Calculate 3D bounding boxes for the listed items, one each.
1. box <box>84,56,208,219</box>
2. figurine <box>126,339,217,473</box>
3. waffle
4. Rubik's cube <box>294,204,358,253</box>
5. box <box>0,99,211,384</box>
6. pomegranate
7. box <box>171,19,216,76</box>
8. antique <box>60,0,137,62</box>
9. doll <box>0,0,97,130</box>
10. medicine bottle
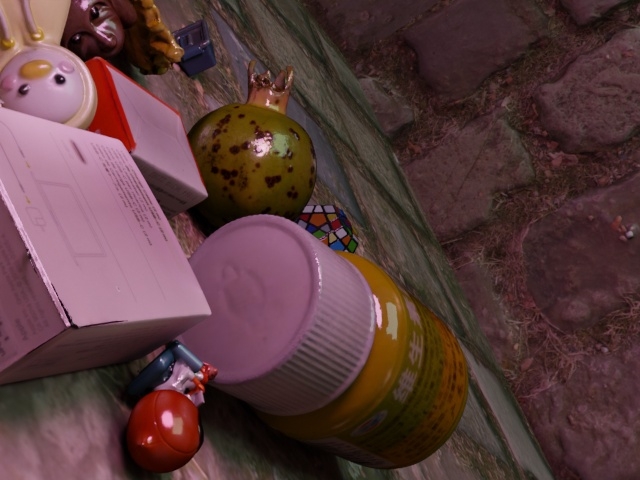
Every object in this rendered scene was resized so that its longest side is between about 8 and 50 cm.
[{"bbox_3d":[-0.222,-0.103,1.025,0.133,0.099,0.182,66,14,20],"label":"box"},{"bbox_3d":[-0.137,0.149,0.816,0.075,0.068,0.140,45,19,-19],"label":"figurine"},{"bbox_3d":[-0.280,-0.338,1.253,0.254,0.052,0.245,61,-15,-25],"label":"waffle"},{"bbox_3d":[0.000,0.000,1.538,0.133,0.133,0.112,49,-9,-33],"label":"Rubik's cube"},{"bbox_3d":[-0.220,0.003,0.773,0.203,0.106,0.252,59,15,10],"label":"box"},{"bbox_3d":[-0.104,-0.124,1.260,0.198,0.198,0.246,29,47,-63],"label":"pomegranate"},{"bbox_3d":[-0.222,-0.337,1.604,0.099,0.074,0.054,-106,173,-50],"label":"box"},{"bbox_3d":[-0.325,-0.315,1.079,0.257,0.121,0.143,57,14,5],"label":"antique"},{"bbox_3d":[-0.303,-0.213,0.911,0.296,0.141,0.117,63,-24,12],"label":"doll"},{"bbox_3d":[0.011,0.127,1.062,0.384,0.224,0.224,37,24,-53],"label":"medicine bottle"}]
